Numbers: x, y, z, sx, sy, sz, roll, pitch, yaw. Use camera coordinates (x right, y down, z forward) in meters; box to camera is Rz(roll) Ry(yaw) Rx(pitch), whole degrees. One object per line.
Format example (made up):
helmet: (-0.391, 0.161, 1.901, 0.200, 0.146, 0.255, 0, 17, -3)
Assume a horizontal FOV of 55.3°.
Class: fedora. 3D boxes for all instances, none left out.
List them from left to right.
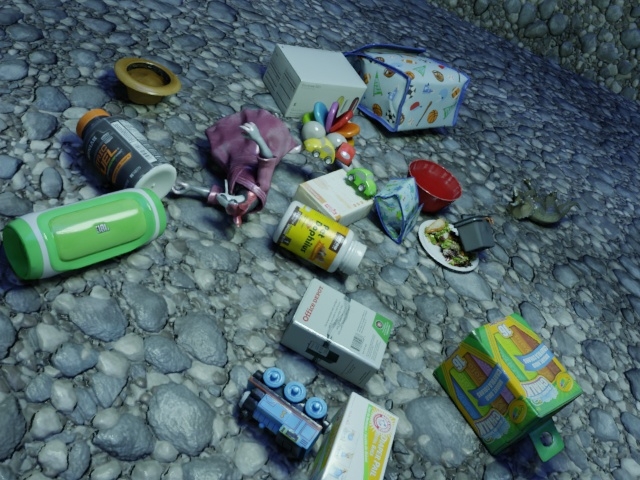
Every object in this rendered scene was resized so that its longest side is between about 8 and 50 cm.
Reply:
fedora: (-0.482, -0.429, 1.686, 0.194, 0.079, 0.194, 20, 34, -14)

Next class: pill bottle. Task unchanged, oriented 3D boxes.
pill bottle: (-0.459, -0.199, 1.417, 0.245, 0.130, 0.130, 43, 41, 16)
pill bottle: (0.000, 0.000, 1.493, 0.215, 0.117, 0.117, 28, 39, -1)

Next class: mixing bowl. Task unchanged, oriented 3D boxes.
mixing bowl: (0.329, -0.153, 1.868, 0.181, 0.098, 0.181, 17, 42, -16)

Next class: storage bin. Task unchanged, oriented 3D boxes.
storage bin: (0.453, -0.019, 1.753, 0.135, 0.098, 0.091, -1, 73, -55)

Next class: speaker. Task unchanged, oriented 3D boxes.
speaker: (-0.465, -0.019, 1.227, 0.296, 0.131, 0.131, -23, 62, -44)

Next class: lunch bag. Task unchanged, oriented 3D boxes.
lunch bag: (0.277, -0.569, 2.183, 0.327, 0.239, 0.385, -9, 37, -37)
lunch bag: (0.227, -0.085, 1.718, 0.096, 0.151, 0.129, 1, 28, 33)

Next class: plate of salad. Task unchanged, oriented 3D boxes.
plate of salad: (0.377, 0.006, 1.770, 0.199, 0.048, 0.200, 17, 41, -16)

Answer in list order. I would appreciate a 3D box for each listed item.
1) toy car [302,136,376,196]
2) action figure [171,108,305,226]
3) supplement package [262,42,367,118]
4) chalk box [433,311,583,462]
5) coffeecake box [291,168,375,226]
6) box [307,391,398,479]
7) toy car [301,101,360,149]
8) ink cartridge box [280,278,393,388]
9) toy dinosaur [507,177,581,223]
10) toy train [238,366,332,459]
toy car: (0.083, -0.210, 1.701, 0.225, 0.053, 0.239, 46, 23, 21)
action figure: (-0.193, -0.164, 1.544, 0.275, 0.248, 0.370, 43, 31, -42)
supplement package: (-0.020, -0.516, 2.005, 0.261, 0.145, 0.204, -4, 50, -34)
chalk box: (0.430, 0.338, 1.349, 0.180, 0.179, 0.289, -13, 55, -39)
coffeecake box: (0.037, -0.108, 1.668, 0.142, 0.068, 0.185, 46, 42, 18)
box: (0.054, 0.399, 1.109, 0.103, 0.114, 0.203, 30, 38, 0)
toy car: (0.036, -0.359, 1.879, 0.182, 0.136, 0.159, 28, 40, -3)
ink cartridge box: (0.037, 0.199, 1.329, 0.208, 0.087, 0.153, 30, 40, -1)
toy dinosaur: (0.749, -0.114, 2.094, 0.313, 0.121, 0.160, 20, 52, -19)
toy train: (-0.069, 0.318, 1.142, 0.184, 0.080, 0.105, 32, 52, 14)
